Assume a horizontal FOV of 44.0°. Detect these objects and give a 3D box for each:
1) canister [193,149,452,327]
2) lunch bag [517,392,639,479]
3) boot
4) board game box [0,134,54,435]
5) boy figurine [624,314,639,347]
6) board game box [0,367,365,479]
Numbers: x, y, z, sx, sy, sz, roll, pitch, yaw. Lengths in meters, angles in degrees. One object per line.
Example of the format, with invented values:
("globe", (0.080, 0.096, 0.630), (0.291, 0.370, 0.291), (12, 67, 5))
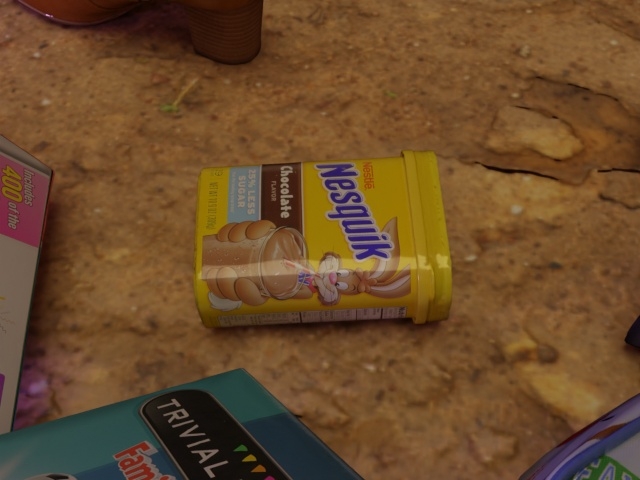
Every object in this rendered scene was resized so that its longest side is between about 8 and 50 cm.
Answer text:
("canister", (0.000, 0.000, 0.562), (0.170, 0.073, 0.126), (-3, 59, 1))
("lunch bag", (0.232, 0.194, 0.338), (0.243, 0.115, 0.303), (-22, 65, -26))
("boot", (-0.173, -0.271, 0.645), (0.295, 0.211, 0.104), (22, 61, 13))
("board game box", (-0.302, -0.025, 0.432), (0.064, 0.316, 0.242), (-28, 46, 22))
("boy figurine", (0.321, 0.126, 0.474), (0.177, 0.092, 0.285), (-30, 60, -19))
("board game box", (-0.135, 0.170, 0.327), (0.336, 0.079, 0.254), (-13, 18, -26))
